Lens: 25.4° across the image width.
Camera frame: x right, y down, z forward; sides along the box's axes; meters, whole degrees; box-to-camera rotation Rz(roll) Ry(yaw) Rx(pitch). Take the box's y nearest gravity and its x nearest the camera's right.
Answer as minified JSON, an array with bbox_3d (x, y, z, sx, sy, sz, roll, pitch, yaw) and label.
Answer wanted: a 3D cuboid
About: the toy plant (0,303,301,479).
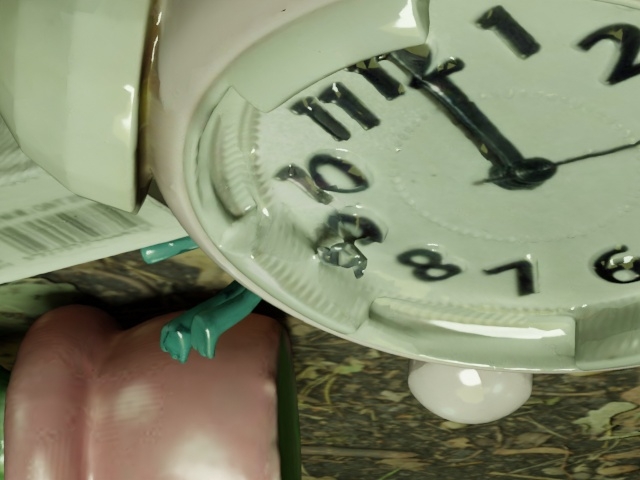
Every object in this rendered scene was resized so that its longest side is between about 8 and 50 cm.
[{"bbox_3d":[-0.190,0.126,0.965,0.356,0.210,0.317,0,122,11],"label":"toy plant"}]

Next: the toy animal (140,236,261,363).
[{"bbox_3d":[0.000,0.000,0.764,0.208,0.103,0.100,-17,124,-32],"label":"toy animal"}]

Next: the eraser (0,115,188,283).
[{"bbox_3d":[-0.250,-0.018,0.754,0.404,0.096,0.098,-12,153,27],"label":"eraser"}]

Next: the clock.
[{"bbox_3d":[0.074,-0.071,0.550,0.342,0.184,0.326,-25,141,33],"label":"clock"}]
